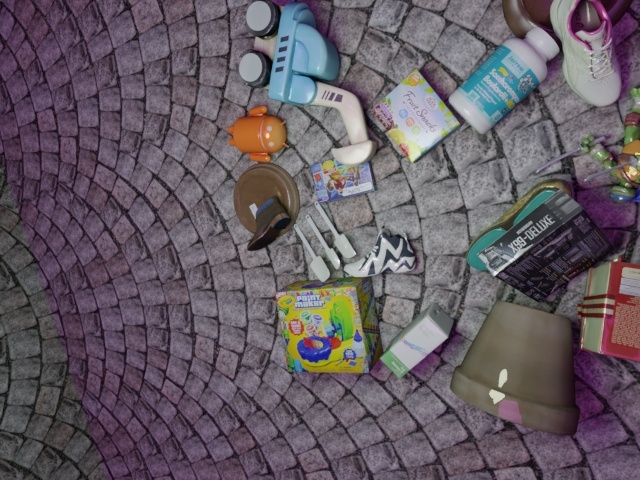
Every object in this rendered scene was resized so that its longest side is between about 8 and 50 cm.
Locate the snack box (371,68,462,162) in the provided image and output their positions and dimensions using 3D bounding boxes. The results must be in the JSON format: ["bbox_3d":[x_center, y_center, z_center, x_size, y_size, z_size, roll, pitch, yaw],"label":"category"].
[{"bbox_3d":[0.285,-0.367,1.243,0.174,0.070,0.207,-38,84,24],"label":"snack box"}]

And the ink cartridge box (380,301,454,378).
[{"bbox_3d":[0.304,0.308,1.302,0.093,0.154,0.212,44,112,11],"label":"ink cartridge box"}]

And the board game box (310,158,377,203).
[{"bbox_3d":[0.076,-0.208,1.379,0.201,0.035,0.136,-11,94,25],"label":"board game box"}]

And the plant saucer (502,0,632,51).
[{"bbox_3d":[0.630,-0.650,1.059,0.310,0.050,0.311,4,101,22],"label":"plant saucer"}]

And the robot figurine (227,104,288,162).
[{"bbox_3d":[-0.210,-0.364,1.426,0.219,0.128,0.158,5,69,22],"label":"robot figurine"}]

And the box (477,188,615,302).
[{"bbox_3d":[0.581,0.030,1.061,0.242,0.307,0.077,-46,44,23],"label":"box"}]

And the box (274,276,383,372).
[{"bbox_3d":[0.032,0.278,1.405,0.289,0.177,0.279,-8,95,24],"label":"box"}]

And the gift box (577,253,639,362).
[{"bbox_3d":[0.799,0.169,1.017,0.255,0.258,0.277,14,85,23],"label":"gift box"}]

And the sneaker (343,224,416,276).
[{"bbox_3d":[0.181,0.031,1.344,0.234,0.094,0.153,-8,93,26],"label":"sneaker"}]

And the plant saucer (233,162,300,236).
[{"bbox_3d":[-0.206,-0.142,1.511,0.277,0.041,0.278,4,101,22],"label":"plant saucer"}]

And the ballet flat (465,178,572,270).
[{"bbox_3d":[0.545,-0.039,1.152,0.123,0.123,0.349,44,136,11],"label":"ballet flat"}]

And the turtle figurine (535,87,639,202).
[{"bbox_3d":[0.729,-0.238,1.005,0.274,0.198,0.266,23,104,14],"label":"turtle figurine"}]

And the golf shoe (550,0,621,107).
[{"bbox_3d":[0.649,-0.455,1.005,0.115,0.140,0.306,-27,107,26],"label":"golf shoe"}]

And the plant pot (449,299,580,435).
[{"bbox_3d":[0.551,0.323,1.143,0.323,0.323,0.281,15,87,21],"label":"plant pot"}]

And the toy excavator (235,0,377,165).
[{"bbox_3d":[-0.015,-0.479,1.277,0.444,0.222,0.433,17,106,18],"label":"toy excavator"}]

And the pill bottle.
[{"bbox_3d":[0.485,-0.424,1.104,0.146,0.146,0.264,49,114,9],"label":"pill bottle"}]

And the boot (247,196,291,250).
[{"bbox_3d":[-0.195,-0.056,1.473,0.219,0.082,0.106,-39,61,28],"label":"boot"}]

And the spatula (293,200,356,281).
[{"bbox_3d":[0.000,0.000,1.421,0.168,0.019,0.242,-44,66,27],"label":"spatula"}]
